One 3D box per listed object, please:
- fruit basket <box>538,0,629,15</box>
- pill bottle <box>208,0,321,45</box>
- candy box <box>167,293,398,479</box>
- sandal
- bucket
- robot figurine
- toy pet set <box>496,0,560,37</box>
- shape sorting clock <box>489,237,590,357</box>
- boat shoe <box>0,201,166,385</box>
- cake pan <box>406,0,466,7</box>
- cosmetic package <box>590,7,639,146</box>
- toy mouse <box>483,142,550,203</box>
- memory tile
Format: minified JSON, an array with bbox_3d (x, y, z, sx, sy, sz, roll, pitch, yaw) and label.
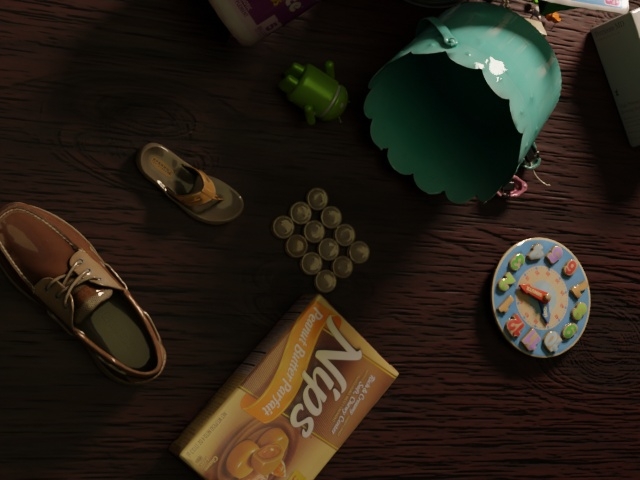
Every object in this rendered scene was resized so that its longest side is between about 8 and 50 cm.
[{"bbox_3d":[0.290,-0.490,1.499,0.352,0.165,0.327,12,52,-8],"label":"fruit basket"},{"bbox_3d":[-0.029,-0.430,1.428,0.301,0.169,0.169,-32,99,8],"label":"pill bottle"},{"bbox_3d":[-0.052,0.255,1.476,0.183,0.087,0.316,46,72,-13],"label":"candy box"},{"bbox_3d":[-0.194,-0.084,1.464,0.180,0.049,0.072,36,75,-16],"label":"sandal"},{"bbox_3d":[0.223,-0.218,1.514,0.281,0.281,0.183,49,55,-12],"label":"bucket"},{"bbox_3d":[-0.007,-0.231,1.536,0.115,0.067,0.101,31,64,-17],"label":"robot figurine"},{"bbox_3d":[0.353,-0.368,1.703,0.122,0.065,0.114,8,49,-23],"label":"toy pet set"},{"bbox_3d":[0.379,0.097,1.680,0.206,0.040,0.206,1,86,-21],"label":"shape sorting clock"},{"bbox_3d":[-0.328,0.071,1.365,0.324,0.116,0.123,46,72,-13],"label":"boat shoe"},{"bbox_3d":[0.190,-0.539,1.641,0.293,0.054,0.293,1,86,-21],"label":"cake pan"},{"bbox_3d":[0.578,-0.293,1.743,0.085,0.117,0.231,-24,94,-22],"label":"cosmetic package"},{"bbox_3d":[0.329,-0.123,1.680,0.143,0.031,0.161,24,79,-18],"label":"toy mouse"},{"bbox_3d":[0.000,0.000,1.554,0.113,0.012,0.148,-41,102,-18],"label":"memory tile"}]
